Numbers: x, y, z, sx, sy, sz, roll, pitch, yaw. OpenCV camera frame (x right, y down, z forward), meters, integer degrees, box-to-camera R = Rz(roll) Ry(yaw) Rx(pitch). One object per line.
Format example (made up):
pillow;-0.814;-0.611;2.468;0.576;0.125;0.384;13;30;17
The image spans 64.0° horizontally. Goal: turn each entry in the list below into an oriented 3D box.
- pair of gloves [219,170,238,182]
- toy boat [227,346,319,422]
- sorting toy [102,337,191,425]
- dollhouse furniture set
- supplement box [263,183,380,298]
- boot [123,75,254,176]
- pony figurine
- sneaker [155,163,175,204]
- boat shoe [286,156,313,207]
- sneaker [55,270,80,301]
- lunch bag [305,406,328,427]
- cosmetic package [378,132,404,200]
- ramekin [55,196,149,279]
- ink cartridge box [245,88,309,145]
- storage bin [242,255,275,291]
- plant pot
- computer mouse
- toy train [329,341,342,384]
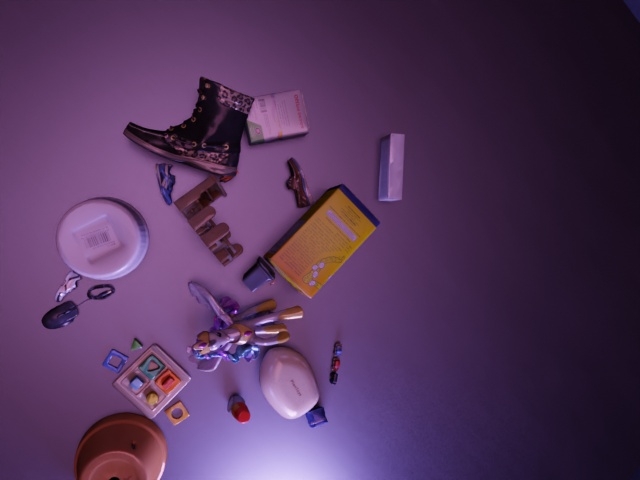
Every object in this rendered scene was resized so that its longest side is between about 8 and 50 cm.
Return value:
pair of gloves;-0.336;-0.248;1.793;0.074;0.010;0.083;-33;95;-10
toy boat;-0.174;0.519;1.787;0.318;0.148;0.267;-27;102;-20
sorting toy;-0.566;0.479;1.725;0.196;0.047;0.347;-45;100;-9
dollhouse furniture set;-0.341;-0.071;1.695;0.161;0.212;0.242;-38;72;-9
supplement box;0.000;0.000;1.784;0.195;0.194;0.356;45;81;-10
boot;-0.416;-0.391;1.669;0.378;0.138;0.284;19;102;-11
pony figurine;-0.287;0.280;1.672;0.364;0.351;0.302;-9;97;-32
sneaker;-0.515;-0.192;1.728;0.059;0.053;0.144;-12;94;-16
boat shoe;-0.086;-0.204;1.826;0.066;0.066;0.183;-24;96;-11
sneaker;-0.820;0.154;1.663;0.044;0.040;0.109;30;84;-14
lunch bag;-0.015;0.638;1.840;0.067;0.098;0.065;-15;76;-11
cosmetic package;0.263;-0.268;1.895;0.061;0.099;0.238;2;91;-13
ramekin;-0.700;-0.007;1.642;0.278;0.135;0.277;0;90;-14
ink cartridge box;-0.159;-0.429;1.792;0.213;0.093;0.154;-13;94;-11
storage bin;-0.214;0.125;1.772;0.091;0.135;0.098;-40;100;1
plant pot;-0.643;0.724;1.630;0.291;0.203;0.290;0;90;-13
computer mouse;-0.790;0.214;1.671;0.242;0.041;0.071;-32;97;-12
toy train;0.057;0.452;1.883;0.027;0.036;0.158;9;88;-14
